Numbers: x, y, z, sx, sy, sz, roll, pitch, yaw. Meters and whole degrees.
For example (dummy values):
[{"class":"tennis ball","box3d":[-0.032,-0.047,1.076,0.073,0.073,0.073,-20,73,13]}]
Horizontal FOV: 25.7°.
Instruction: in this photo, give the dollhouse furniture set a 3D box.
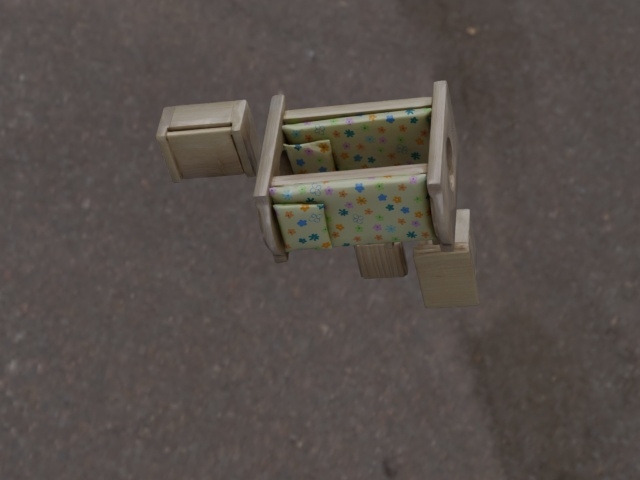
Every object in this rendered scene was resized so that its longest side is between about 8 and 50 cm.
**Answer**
[{"class":"dollhouse furniture set","box3d":[0.000,0.000,0.887,0.182,0.161,0.101,-4,45,13]}]
